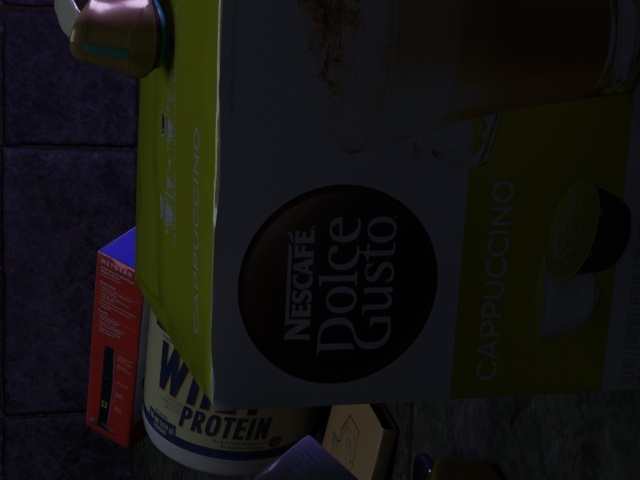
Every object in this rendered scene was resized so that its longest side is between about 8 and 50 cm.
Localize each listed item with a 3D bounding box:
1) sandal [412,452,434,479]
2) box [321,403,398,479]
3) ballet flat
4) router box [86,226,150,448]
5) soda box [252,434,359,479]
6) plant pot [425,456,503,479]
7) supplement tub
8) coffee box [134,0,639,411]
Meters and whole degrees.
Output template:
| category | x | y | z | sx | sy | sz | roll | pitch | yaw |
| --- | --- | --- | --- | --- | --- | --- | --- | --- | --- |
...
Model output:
| category | x | y | z | sx | sy | sz | roll | pitch | yaw |
| --- | --- | --- | --- | --- | --- | --- | --- | --- | --- |
| sandal | 0.113 | 0.258 | 1.378 | 0.179 | 0.040 | 0.067 | 89 | 179 | -65 |
| box | 0.036 | 0.264 | 1.625 | 0.164 | 0.021 | 0.201 | -121 | 41 | -61 |
| ballet flat | -0.165 | -0.190 | 1.042 | 0.232 | 0.073 | 0.080 | -116 | 30 | -61 |
| router box | -0.191 | 0.085 | 1.956 | 0.082 | 0.335 | 0.301 | 25 | 127 | 22 |
| soda box | 0.053 | 0.309 | 1.207 | 0.286 | 0.091 | 0.098 | 40 | 143 | 17 |
| plant pot | 0.126 | 0.244 | 1.249 | 0.081 | 0.081 | 0.083 | 108 | 165 | -49 |
| supplement tub | -0.101 | 0.107 | 1.746 | 0.235 | 0.235 | 0.325 | -119 | 32 | -59 |
| coffee box | 0.045 | -0.086 | 1.051 | 0.338 | 0.334 | 0.337 | -140 | 51 | -69 |
